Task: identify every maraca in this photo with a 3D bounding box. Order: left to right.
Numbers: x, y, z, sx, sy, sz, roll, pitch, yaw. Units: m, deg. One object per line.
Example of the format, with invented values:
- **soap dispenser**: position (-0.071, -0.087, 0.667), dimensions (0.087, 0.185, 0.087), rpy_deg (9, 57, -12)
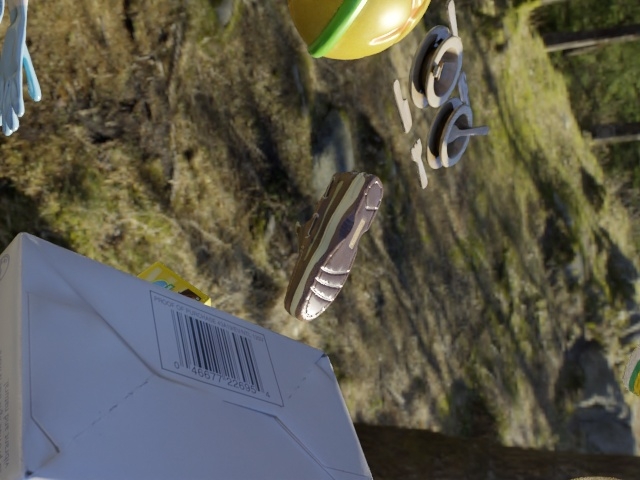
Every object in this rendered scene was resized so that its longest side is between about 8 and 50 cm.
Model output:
- **maraca**: position (0.029, -0.193, 0.546), dimensions (0.099, 0.127, 0.185), rpy_deg (34, 26, -14)

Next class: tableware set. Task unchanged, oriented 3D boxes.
- **tableware set**: position (0.142, -0.149, 0.842), dimensions (0.128, 0.039, 0.194), rpy_deg (-56, 149, -19)

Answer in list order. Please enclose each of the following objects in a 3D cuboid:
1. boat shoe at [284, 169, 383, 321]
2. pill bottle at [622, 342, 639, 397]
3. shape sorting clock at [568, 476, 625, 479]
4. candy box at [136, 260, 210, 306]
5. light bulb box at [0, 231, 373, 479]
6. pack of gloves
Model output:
- **boat shoe**: position (0.003, 0.004, 1.193), dimensions (0.257, 0.095, 0.095), rpy_deg (-59, 147, -19)
- **pill bottle**: position (0.580, 0.232, 1.162), dimensions (0.118, 0.208, 0.117), rpy_deg (-24, 131, -31)
- **shape sorting clock**: position (0.373, 0.397, 1.012), dimensions (0.040, 0.206, 0.206), rpy_deg (-56, 137, -68)
- **candy box**: position (-0.254, 0.113, 1.012), dimensions (0.206, 0.105, 0.027), rpy_deg (-41, 150, -36)
- **light bulb box**: position (-0.201, 0.241, 0.683), dimensions (0.358, 0.361, 0.225), rpy_deg (29, 27, -39)
- **pack of gloves**: position (-0.356, -0.233, 0.884), dimensions (0.046, 0.195, 0.231), rpy_deg (2, 96, -38)
